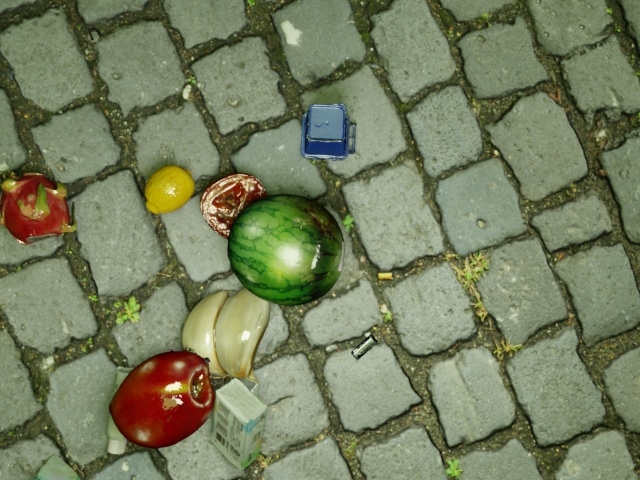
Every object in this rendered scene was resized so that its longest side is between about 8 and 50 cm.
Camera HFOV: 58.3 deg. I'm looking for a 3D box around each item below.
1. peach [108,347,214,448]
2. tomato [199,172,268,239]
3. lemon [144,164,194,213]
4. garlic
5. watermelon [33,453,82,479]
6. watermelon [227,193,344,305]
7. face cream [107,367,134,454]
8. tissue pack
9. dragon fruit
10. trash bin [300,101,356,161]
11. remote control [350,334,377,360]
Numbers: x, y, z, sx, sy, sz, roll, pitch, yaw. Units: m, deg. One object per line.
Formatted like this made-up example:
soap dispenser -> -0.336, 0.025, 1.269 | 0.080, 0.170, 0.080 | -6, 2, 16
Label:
peach -> -0.491, 0.489, 1.702 | 0.361, 0.201, 0.258 | -19, 105, 9
tomato -> -0.279, -0.110, 1.873 | 0.228, 0.101, 0.228 | -2, 99, -11
lemon -> -0.490, -0.163, 1.847 | 0.142, 0.142, 0.187 | 44, 86, 0
garlic -> -0.286, 0.291, 1.826 | 0.249, 0.286, 0.313 | 3, 96, -45
watermelon -> -0.863, 0.841, 1.812 | 0.176, 0.256, 0.260 | 17, 98, 43
watermelon -> -0.105, 0.030, 1.729 | 0.363, 0.363, 0.363 | 0, 89, -1
face cream -> -0.637, 0.552, 1.855 | 0.082, 0.082, 0.269 | 9, 89, -1
tissue pack -> -0.239, 0.562, 1.796 | 0.159, 0.145, 0.229 | 32, 127, 31
dragon fruit -> -0.897, -0.105, 1.809 | 0.224, 0.224, 0.227 | -8, 87, -2
trash bin -> 0.028, -0.346, 1.816 | 0.184, 0.234, 0.162 | 2, 88, -1
remote control -> 0.146, 0.356, 1.912 | 0.096, 0.014, 0.039 | -41, 90, -1
